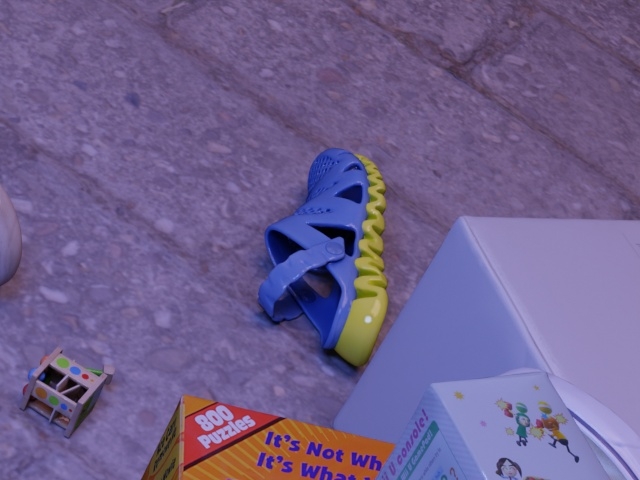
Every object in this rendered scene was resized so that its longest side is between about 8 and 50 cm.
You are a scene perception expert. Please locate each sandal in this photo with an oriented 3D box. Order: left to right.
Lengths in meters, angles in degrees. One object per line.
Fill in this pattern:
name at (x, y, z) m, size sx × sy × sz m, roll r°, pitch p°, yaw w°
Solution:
sandal at (0.000, 0.000, 1.884) m, size 0.138 × 0.126 × 0.317 m, roll 13°, pitch 38°, yaw -12°

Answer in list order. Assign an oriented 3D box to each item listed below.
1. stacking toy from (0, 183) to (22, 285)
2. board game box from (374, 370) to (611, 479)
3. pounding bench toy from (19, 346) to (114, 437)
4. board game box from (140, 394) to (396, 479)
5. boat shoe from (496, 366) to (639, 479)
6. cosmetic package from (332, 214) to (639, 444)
stacking toy at (-0.457, 0.033, 1.572) m, size 0.330 × 0.141 × 0.141 m, roll -26°, pitch 62°, yaw -39°
board game box at (0.122, 0.264, 0.964) m, size 0.097 × 0.224 × 0.303 m, roll -4°, pitch 48°, yaw -33°
pounding bench toy at (-0.250, 0.139, 1.617) m, size 0.065 × 0.052 × 0.083 m, roll 31°, pitch 37°, yaw 5°
board game box at (0.003, 0.394, 1.219) m, size 0.356 × 0.356 × 0.356 m, roll 15°, pitch 39°, yaw -16°
boat shoe at (0.200, 0.215, 1.131) m, size 0.094 × 0.109 × 0.302 m, roll -17°, pitch 58°, yaw -42°
cosmetic package at (0.292, 0.200, 1.649) m, size 0.393 × 0.329 × 0.327 m, roll 1°, pitch 45°, yaw -31°
